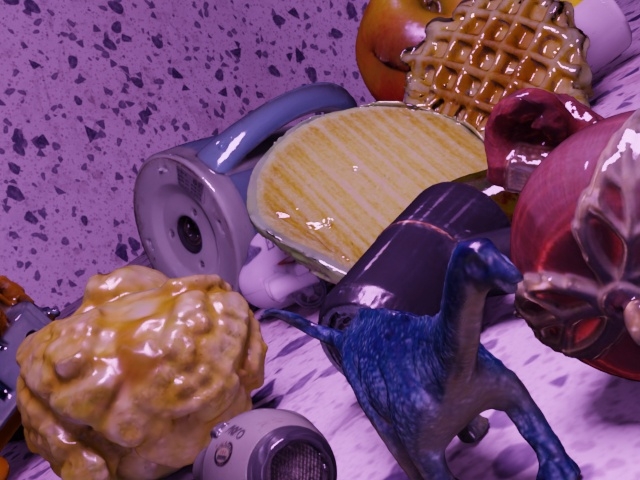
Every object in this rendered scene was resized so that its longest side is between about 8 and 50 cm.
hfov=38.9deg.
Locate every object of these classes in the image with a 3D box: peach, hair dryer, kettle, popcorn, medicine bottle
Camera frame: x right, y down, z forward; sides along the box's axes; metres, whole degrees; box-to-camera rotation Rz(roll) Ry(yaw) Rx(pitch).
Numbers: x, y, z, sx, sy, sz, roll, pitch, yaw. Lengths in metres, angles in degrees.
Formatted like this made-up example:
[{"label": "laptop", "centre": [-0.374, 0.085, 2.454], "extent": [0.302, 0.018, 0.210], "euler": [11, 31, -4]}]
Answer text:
[{"label": "peach", "centre": [0.248, -0.401, 1.861], "extent": [0.370, 0.370, 0.370], "euler": [-31, 10, 6]}, {"label": "hair dryer", "centre": [-0.082, 0.199, 0.627], "extent": [0.225, 0.088, 0.219], "euler": [-47, 4, -2]}, {"label": "kettle", "centre": [-0.067, -0.086, 1.364], "extent": [0.342, 0.247, 0.320], "euler": [-25, -32, -38]}, {"label": "popcorn", "centre": [-0.171, 0.134, 0.857], "extent": [0.256, 0.195, 0.255], "euler": [-28, 20, 23]}, {"label": "medicine bottle", "centre": [0.345, -0.282, 1.426], "extent": [0.258, 0.143, 0.143], "euler": [-39, 9, 6]}, {"label": "hair dryer", "centre": [0.168, 0.015, 0.670], "extent": [0.352, 0.107, 0.189], "euler": [-15, 21, 43]}]

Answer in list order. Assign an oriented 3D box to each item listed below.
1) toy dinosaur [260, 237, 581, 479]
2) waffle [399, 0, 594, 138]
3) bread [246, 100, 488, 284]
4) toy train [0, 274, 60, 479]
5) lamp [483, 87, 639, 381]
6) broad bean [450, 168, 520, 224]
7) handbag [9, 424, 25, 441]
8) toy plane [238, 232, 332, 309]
[{"label": "toy dinosaur", "centre": [0.058, 0.081, 0.532], "extent": [0.076, 0.147, 0.363], "euler": [-32, 2, -16]}, {"label": "waffle", "centre": [0.250, -0.235, 1.324], "extent": [0.297, 0.073, 0.317], "euler": [-24, 55, 26]}, {"label": "bread", "centre": [0.064, -0.063, 1.058], "extent": [0.301, 0.045, 0.301], "euler": [-5, 47, 5]}, {"label": "toy train", "centre": [-0.476, 0.226, 1.167], "extent": [0.231, 0.163, 0.369], "euler": [-11, 38, 48]}, {"label": "lamp", "centre": [0.177, -0.005, 0.522], "extent": [0.215, 0.151, 0.223], "euler": [17, 15, 22]}, {"label": "broad bean", "centre": [0.217, -0.058, 0.897], "extent": [0.339, 0.061, 0.077], "euler": [-20, 31, 15]}, {"label": "handbag", "centre": [-0.400, 0.218, 1.425], "extent": [0.275, 0.088, 0.244], "euler": [-25, 11, 42]}, {"label": "toy plane", "centre": [0.002, 0.004, 1.162], "extent": [0.252, 0.118, 0.252], "euler": [-33, 8, 5]}]
